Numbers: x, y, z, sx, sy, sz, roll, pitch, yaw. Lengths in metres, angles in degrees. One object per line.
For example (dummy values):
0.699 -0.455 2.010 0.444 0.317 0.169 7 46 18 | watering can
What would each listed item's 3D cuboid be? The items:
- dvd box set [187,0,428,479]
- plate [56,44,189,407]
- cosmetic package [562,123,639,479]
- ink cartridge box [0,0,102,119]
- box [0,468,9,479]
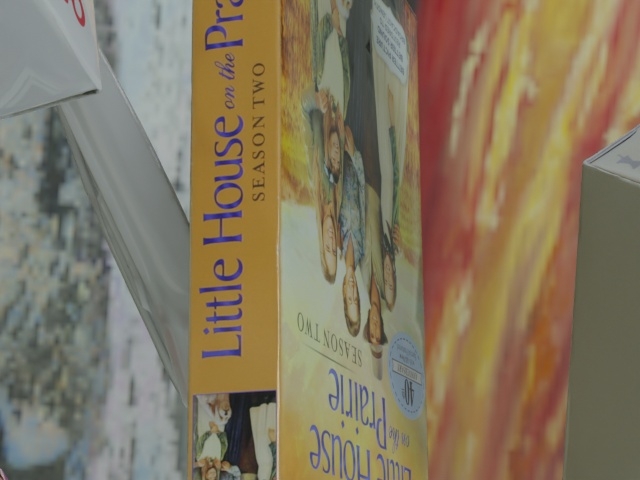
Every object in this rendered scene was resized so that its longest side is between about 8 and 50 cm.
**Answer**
0.000 0.000 1.049 0.307 0.062 0.420 39 48 -65 | dvd box set
-0.126 0.001 1.212 0.277 0.045 0.278 84 -19 -63 | plate
0.251 0.071 1.104 0.160 0.113 0.309 -31 132 -39 | cosmetic package
-0.211 -0.233 0.802 0.223 0.129 0.307 62 16 -62 | ink cartridge box
-0.153 0.206 0.361 0.142 0.300 0.154 49 -13 54 | box
